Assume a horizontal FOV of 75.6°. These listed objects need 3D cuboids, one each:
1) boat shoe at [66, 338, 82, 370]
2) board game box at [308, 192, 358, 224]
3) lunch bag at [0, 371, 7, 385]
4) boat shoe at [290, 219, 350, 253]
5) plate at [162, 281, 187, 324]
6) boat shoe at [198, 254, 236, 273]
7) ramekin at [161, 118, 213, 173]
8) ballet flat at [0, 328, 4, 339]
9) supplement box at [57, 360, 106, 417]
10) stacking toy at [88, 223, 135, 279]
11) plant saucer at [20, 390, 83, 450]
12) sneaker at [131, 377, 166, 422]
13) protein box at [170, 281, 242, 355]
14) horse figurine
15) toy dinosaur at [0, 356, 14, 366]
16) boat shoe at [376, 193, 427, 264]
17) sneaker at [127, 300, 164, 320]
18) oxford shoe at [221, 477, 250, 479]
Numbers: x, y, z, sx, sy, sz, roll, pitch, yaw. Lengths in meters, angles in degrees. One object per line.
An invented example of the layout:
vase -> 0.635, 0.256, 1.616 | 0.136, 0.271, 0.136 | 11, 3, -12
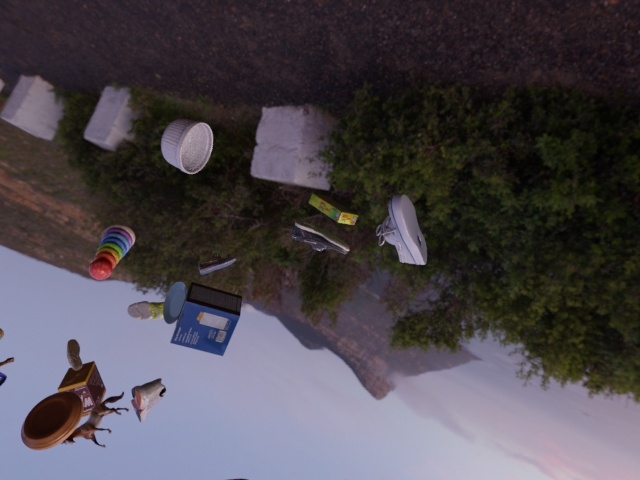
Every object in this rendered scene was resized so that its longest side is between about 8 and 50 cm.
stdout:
boat shoe -> -0.992, 0.455, 1.650 | 0.045, 0.135, 0.050 | 9, -164, 32
board game box -> 0.047, -0.120, 1.570 | 0.092, 0.043, 0.181 | 6, -157, -45
lunch bag -> -1.348, 0.600, 1.379 | 0.328, 0.385, 0.239 | -21, 127, 27
boat shoe -> 0.000, 0.000, 1.579 | 0.233, 0.079, 0.084 | 24, -162, 0
plate -> -0.624, 0.272, 1.790 | 0.188, 0.188, 0.024 | 16, 174, 46
boat shoe -> -0.509, 0.104, 2.023 | 0.066, 0.183, 0.066 | 115, 134, -73
ramekin -> -0.524, -0.375, 1.610 | 0.109, 0.207, 0.207 | 23, 171, 13
ballet flat -> -1.239, 0.318, 1.430 | 0.233, 0.080, 0.073 | 8, -165, -9
supplement box -> -1.214, 0.765, 2.111 | 0.129, 0.194, 0.191 | -15, -161, -11
stacking toy -> -0.948, 0.062, 1.862 | 0.141, 0.141, 0.330 | 30, -155, -24
plant saucer -> -0.923, 0.608, 1.412 | 0.200, 0.200, 0.037 | 21, 140, 28
sneaker -> -0.669, 0.627, 1.626 | 0.099, 0.121, 0.262 | 54, 140, 19
protein box -> -0.426, 0.295, 1.549 | 0.201, 0.199, 0.136 | 19, -159, -16
horse figurine -> -0.955, 0.778, 1.784 | 0.175, 0.263, 0.066 | 7, 128, 9
toy dinosaur -> -1.401, 0.560, 1.725 | 0.112, 0.211, 0.064 | 20, 143, 24
boat shoe -> 0.267, -0.028, 1.464 | 0.157, 0.135, 0.367 | -4, 149, 25
sneaker -> -0.796, 0.337, 1.995 | 0.240, 0.091, 0.126 | 3, 173, -10
oxford shoe -> -0.466, 1.112, 1.701 | 0.397, 0.146, 0.140 | -7, 171, -32
